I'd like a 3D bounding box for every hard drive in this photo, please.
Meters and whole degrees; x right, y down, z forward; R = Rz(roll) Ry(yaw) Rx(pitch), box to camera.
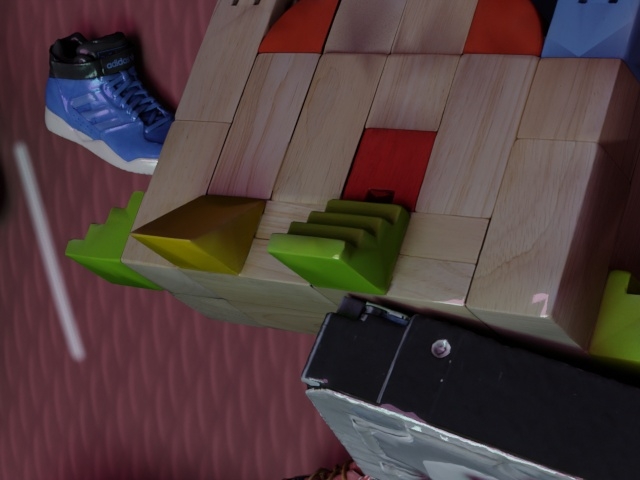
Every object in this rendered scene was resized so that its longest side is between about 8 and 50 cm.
[{"bbox_3d":[0.171,0.141,0.827,0.339,0.237,0.064,19,73,18],"label":"hard drive"}]

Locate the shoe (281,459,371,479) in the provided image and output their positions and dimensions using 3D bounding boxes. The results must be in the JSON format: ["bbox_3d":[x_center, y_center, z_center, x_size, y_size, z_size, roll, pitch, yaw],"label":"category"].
[{"bbox_3d":[0.014,0.176,1.041,0.081,0.063,0.178,32,97,10],"label":"shoe"}]

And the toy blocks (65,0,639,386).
[{"bbox_3d":[0.058,-0.074,0.880,0.381,0.191,0.261,7,70,36],"label":"toy blocks"}]

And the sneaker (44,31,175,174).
[{"bbox_3d":[-0.145,-0.106,1.109,0.152,0.058,0.084,25,124,35],"label":"sneaker"}]
